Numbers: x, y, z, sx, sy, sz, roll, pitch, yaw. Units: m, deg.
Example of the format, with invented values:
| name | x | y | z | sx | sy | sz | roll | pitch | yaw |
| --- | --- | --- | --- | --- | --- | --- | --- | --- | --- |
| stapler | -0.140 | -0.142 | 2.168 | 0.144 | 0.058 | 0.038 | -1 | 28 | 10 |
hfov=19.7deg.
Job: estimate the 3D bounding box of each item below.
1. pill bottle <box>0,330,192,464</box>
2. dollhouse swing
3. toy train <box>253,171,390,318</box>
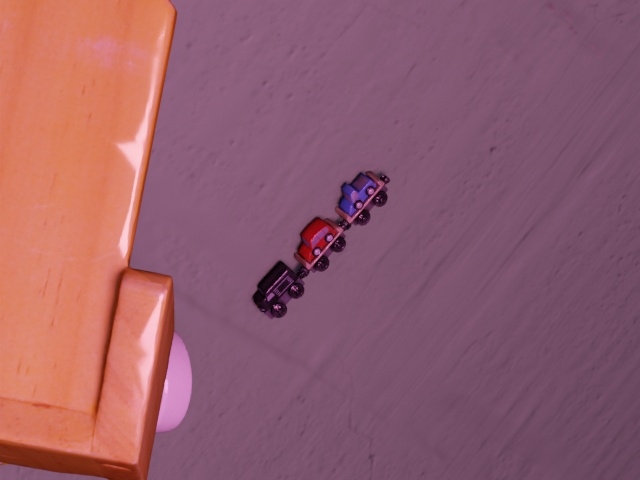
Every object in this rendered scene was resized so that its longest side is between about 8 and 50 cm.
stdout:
| name | x | y | z | sx | sy | sz | roll | pitch | yaw |
| --- | --- | --- | --- | --- | --- | --- | --- | --- | --- |
| pill bottle | -0.209 | 0.111 | 1.418 | 0.208 | 0.117 | 0.117 | 0 | 116 | -36 |
| dollhouse swing | -0.258 | -0.028 | 1.183 | 0.347 | 0.315 | 0.304 | 10 | 79 | -2 |
| toy train | 0.000 | 0.000 | 1.570 | 0.158 | 0.027 | 0.036 | -48 | 124 | -1 |
